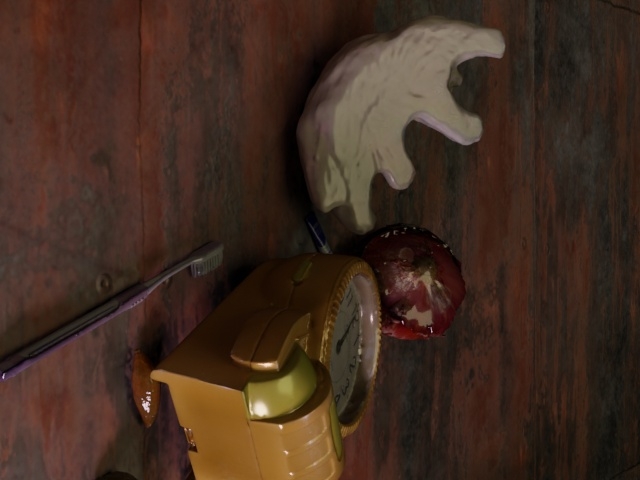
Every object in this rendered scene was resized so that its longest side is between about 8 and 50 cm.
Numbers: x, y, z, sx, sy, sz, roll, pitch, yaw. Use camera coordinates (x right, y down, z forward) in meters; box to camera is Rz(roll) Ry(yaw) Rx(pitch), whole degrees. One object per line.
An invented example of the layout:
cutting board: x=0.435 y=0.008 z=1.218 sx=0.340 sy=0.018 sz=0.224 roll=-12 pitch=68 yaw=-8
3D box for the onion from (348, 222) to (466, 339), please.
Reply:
onion: x=0.115 y=0.070 z=1.588 sx=0.184 sy=0.184 sz=0.147 roll=-55 pitch=174 yaw=-36

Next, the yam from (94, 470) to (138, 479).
yam: x=-0.217 y=0.325 z=1.232 sx=0.054 sy=0.054 sz=0.132 roll=-23 pitch=111 yaw=-50

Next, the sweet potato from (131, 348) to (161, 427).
sweet potato: x=-0.197 y=0.168 z=1.266 sx=0.034 sy=0.034 sz=0.095 roll=-23 pitch=111 yaw=-50

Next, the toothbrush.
toothbrush: x=-0.222 y=0.075 z=1.238 sx=0.354 sy=0.024 sz=0.029 roll=-32 pitch=125 yaw=-48

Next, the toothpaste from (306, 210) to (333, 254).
toothpaste: x=0.000 y=0.000 z=1.532 sx=0.024 sy=0.015 sz=0.083 roll=-50 pitch=124 yaw=-49

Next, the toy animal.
toy animal: x=0.077 y=-0.167 z=1.538 sx=0.266 sy=0.188 sz=0.307 roll=7 pitch=97 yaw=-32

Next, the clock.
clock: x=-0.036 y=0.150 z=1.348 sx=0.317 sy=0.200 sz=0.244 roll=-57 pitch=149 yaw=-46
